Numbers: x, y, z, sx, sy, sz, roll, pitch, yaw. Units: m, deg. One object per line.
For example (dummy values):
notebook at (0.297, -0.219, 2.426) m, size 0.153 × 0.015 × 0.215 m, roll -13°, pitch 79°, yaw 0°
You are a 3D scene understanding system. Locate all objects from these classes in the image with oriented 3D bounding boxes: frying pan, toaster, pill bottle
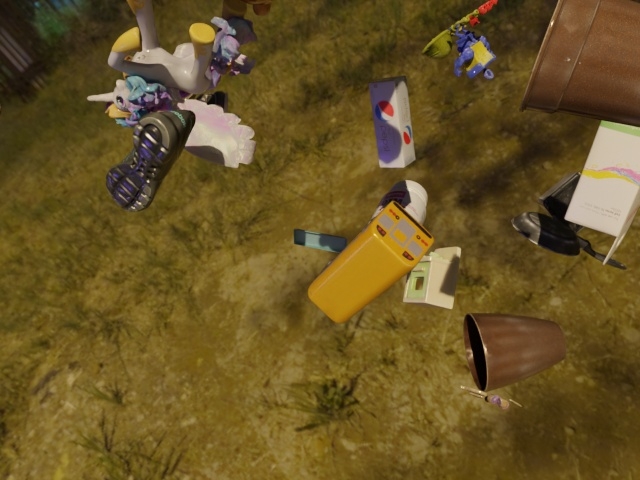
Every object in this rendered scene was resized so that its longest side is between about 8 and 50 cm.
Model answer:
frying pan at (0.678, 0.008, 1.446) m, size 0.326 × 0.053 × 0.197 m, roll 30°, pitch 30°, yaw 20°
toaster at (0.874, -0.121, 1.859) m, size 0.186 × 0.168 × 0.110 m, roll -43°, pitch 0°, yaw 12°
pill bottle at (0.251, -0.066, 1.725) m, size 0.160 × 0.160 × 0.283 m, roll -15°, pitch 30°, yaw 35°

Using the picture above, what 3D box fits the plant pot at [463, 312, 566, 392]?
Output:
plant pot at (0.535, 0.292, 1.456) m, size 0.230 × 0.215 × 0.215 m, roll -7°, pitch 31°, yaw 1°

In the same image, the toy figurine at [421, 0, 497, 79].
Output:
toy figurine at (0.503, -0.614, 1.714) m, size 0.191 × 0.217 × 0.362 m, roll -22°, pitch 16°, yaw 48°

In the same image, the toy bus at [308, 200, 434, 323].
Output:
toy bus at (0.079, 0.060, 1.032) m, size 0.130 × 0.108 × 0.332 m, roll -47°, pitch -1°, yaw -40°

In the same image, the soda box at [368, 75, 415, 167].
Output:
soda box at (0.180, -0.294, 1.331) m, size 0.074 × 0.216 × 0.069 m, roll 5°, pitch 26°, yaw 35°

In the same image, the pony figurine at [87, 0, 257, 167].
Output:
pony figurine at (-0.268, -0.334, 1.068) m, size 0.363 × 0.351 × 0.303 m, roll -38°, pitch 55°, yaw 57°

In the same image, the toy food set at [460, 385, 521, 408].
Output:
toy food set at (0.384, 0.361, 1.205) m, size 0.122 × 0.078 × 0.019 m, roll 3°, pitch 67°, yaw 47°

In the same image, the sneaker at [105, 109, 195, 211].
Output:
sneaker at (-0.313, -0.147, 1.003) m, size 0.267 × 0.101 × 0.106 m, roll -39°, pitch 9°, yaw 40°

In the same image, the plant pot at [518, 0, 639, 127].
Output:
plant pot at (0.353, -0.217, 0.647) m, size 0.165 × 0.167 × 0.167 m, roll 20°, pitch 53°, yaw 16°

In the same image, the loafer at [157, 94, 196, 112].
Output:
loafer at (-0.333, -0.332, 1.285) m, size 0.148 × 0.050 × 0.056 m, roll -41°, pitch 20°, yaw -2°

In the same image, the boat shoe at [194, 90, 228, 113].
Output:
boat shoe at (-0.321, -0.345, 1.474) m, size 0.095 × 0.112 × 0.335 m, roll 3°, pitch 4°, yaw -18°

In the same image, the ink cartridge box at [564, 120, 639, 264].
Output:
ink cartridge box at (0.647, -0.146, 1.157) m, size 0.119 × 0.353 × 0.207 m, roll 26°, pitch 34°, yaw 31°

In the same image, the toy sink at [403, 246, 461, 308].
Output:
toy sink at (0.408, 0.127, 1.969) m, size 0.153 × 0.131 × 0.234 m, roll -11°, pitch 66°, yaw 66°

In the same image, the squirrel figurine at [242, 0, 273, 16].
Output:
squirrel figurine at (-0.072, -0.492, 0.677) m, size 0.397 × 0.281 × 0.370 m, roll 26°, pitch 97°, yaw 31°

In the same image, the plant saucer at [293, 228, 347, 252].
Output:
plant saucer at (0.000, 0.000, 1.846) m, size 0.192 × 0.067 × 0.018 m, roll 10°, pitch 38°, yaw 12°
